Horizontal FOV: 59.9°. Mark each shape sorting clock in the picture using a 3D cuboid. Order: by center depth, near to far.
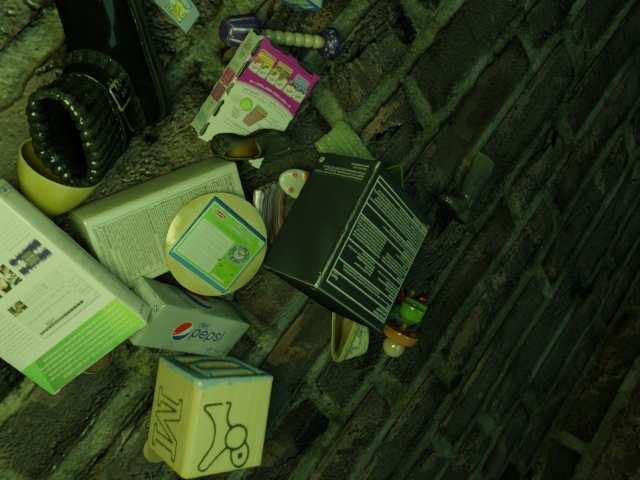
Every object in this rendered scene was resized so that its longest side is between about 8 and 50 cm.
[{"bbox_3d":[-0.201,0.008,1.083,0.206,0.040,0.206,-8,109,-26],"label":"shape sorting clock"}]

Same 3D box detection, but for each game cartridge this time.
[{"bbox_3d":[-0.272,-0.446,1.060,0.083,0.017,0.056,40,73,-39],"label":"game cartridge"}]

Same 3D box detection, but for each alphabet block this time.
[{"bbox_3d":[-0.237,0.364,1.188,0.193,0.193,0.197,9,90,-38],"label":"alphabet block"}]

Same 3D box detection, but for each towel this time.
[{"bbox_3d":[-0.109,-0.053,1.219,0.197,0.029,0.144,-47,140,-73],"label":"towel"},{"bbox_3d":[0.063,-0.209,1.357,0.110,0.027,0.148,-45,102,-18],"label":"towel"}]

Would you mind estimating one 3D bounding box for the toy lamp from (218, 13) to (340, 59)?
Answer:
[{"bbox_3d":[-0.084,-0.431,1.176,0.275,0.080,0.080,-10,109,-39],"label":"toy lamp"}]

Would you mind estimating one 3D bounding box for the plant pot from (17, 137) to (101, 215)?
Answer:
[{"bbox_3d":[-0.457,-0.098,0.950,0.134,0.134,0.095,13,125,-40],"label":"plant pot"}]

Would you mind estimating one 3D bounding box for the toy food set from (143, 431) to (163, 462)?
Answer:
[{"bbox_3d":[-0.357,0.458,1.245,0.083,0.020,0.082,14,93,-40],"label":"toy food set"}]

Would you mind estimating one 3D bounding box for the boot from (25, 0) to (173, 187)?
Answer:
[{"bbox_3d":[-0.379,-0.285,0.874,0.260,0.131,0.347,-60,137,-48],"label":"boot"}]

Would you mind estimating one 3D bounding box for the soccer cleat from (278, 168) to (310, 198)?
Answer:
[{"bbox_3d":[-0.027,-0.131,1.302,0.196,0.076,0.068,4,107,-43],"label":"soccer cleat"}]

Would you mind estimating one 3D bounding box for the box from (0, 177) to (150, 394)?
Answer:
[{"bbox_3d":[-0.479,0.088,0.913,0.232,0.058,0.322,-36,113,11],"label":"box"}]

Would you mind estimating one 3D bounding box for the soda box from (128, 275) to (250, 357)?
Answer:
[{"bbox_3d":[-0.268,0.160,1.115,0.098,0.091,0.286,-52,150,4],"label":"soda box"}]

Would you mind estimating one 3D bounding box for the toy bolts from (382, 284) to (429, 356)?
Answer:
[{"bbox_3d":[0.188,0.205,1.541,0.158,0.218,0.228,-64,164,12],"label":"toy bolts"}]

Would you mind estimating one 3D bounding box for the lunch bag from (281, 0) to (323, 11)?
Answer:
[{"bbox_3d":[-0.056,-0.565,1.145,0.151,0.096,0.128,11,96,-50],"label":"lunch bag"}]

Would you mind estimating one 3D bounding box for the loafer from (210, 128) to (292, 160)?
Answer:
[{"bbox_3d":[-0.131,-0.184,1.114,0.170,0.061,0.062,-12,128,-23],"label":"loafer"}]

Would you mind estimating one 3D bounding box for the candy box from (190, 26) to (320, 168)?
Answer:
[{"bbox_3d":[-0.134,-0.284,1.133,0.159,0.071,0.233,26,106,-40],"label":"candy box"}]

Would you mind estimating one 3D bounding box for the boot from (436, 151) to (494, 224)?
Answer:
[{"bbox_3d":[0.442,-0.170,1.667,0.208,0.076,0.190,-59,144,0],"label":"boot"}]

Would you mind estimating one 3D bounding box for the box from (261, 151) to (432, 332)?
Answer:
[{"bbox_3d":[0.069,0.007,1.251,0.296,0.183,0.294,40,72,-47],"label":"box"}]

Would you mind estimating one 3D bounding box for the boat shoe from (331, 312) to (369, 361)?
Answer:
[{"bbox_3d":[0.075,0.189,1.458,0.089,0.105,0.285,-17,114,-37],"label":"boat shoe"}]

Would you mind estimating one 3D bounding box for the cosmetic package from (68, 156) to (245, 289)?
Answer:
[{"bbox_3d":[-0.303,-0.038,1.088,0.310,0.113,0.160,-27,119,-31],"label":"cosmetic package"}]

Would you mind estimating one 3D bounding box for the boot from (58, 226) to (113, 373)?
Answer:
[{"bbox_3d":[-0.449,0.130,1.019,0.112,0.115,0.305,-26,118,-33],"label":"boot"}]

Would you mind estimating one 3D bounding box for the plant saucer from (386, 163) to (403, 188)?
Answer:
[{"bbox_3d":[0.139,-0.095,1.466,0.188,0.045,0.188,-19,113,-34],"label":"plant saucer"}]
